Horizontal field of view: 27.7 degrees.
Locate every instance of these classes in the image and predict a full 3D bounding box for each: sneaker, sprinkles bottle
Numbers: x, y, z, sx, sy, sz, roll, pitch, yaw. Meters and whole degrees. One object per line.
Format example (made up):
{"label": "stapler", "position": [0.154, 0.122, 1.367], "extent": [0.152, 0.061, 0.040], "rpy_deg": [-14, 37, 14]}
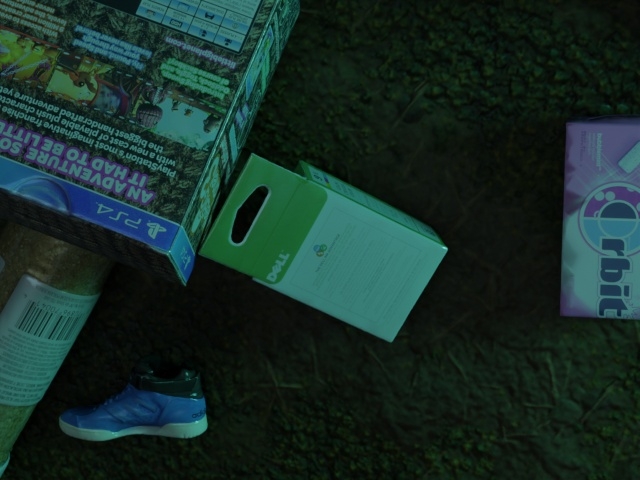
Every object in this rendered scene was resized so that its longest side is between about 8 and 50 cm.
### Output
{"label": "sneaker", "position": [-0.193, 0.155, 1.318], "extent": [0.152, 0.058, 0.084], "rpy_deg": [-1, 106, 9]}
{"label": "sprinkles bottle", "position": [-0.309, 0.095, 1.302], "extent": [0.121, 0.121, 0.355], "rpy_deg": [33, 105, 5]}

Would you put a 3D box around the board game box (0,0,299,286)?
{"label": "board game box", "position": [-0.176, -0.142, 1.151], "extent": [0.232, 0.141, 0.291], "rpy_deg": [21, 78, 5]}

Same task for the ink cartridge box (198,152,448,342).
{"label": "ink cartridge box", "position": [0.000, 0.000, 1.204], "extent": [0.209, 0.062, 0.109], "rpy_deg": [25, 106, -18]}

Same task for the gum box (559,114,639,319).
{"label": "gum box", "position": [0.274, -0.026, 1.175], "extent": [0.107, 0.062, 0.188], "rpy_deg": [2, 101, 12]}
